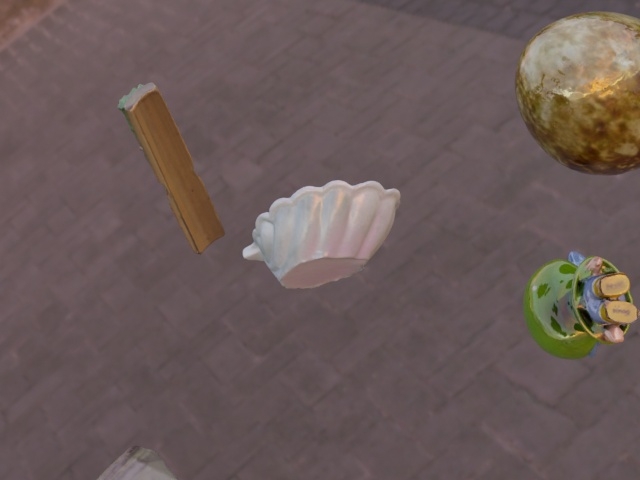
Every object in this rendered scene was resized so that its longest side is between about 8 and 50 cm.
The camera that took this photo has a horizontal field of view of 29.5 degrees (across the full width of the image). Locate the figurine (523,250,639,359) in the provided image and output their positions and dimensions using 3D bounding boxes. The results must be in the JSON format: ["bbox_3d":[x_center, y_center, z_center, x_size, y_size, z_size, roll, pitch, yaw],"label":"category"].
[{"bbox_3d":[0.390,0.096,1.814,0.143,0.162,0.263,-16,-5,-11],"label":"figurine"}]

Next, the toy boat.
[{"bbox_3d":[0.000,0.000,1.796,0.290,0.200,0.100,-29,59,53],"label":"toy boat"}]

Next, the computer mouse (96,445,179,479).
[{"bbox_3d":[-0.233,0.393,1.334,0.146,0.228,0.429,4,22,-7],"label":"computer mouse"}]

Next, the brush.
[{"bbox_3d":[-0.192,-0.090,1.568,0.054,0.282,0.048,-40,48,-17],"label":"brush"}]

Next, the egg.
[{"bbox_3d":[0.405,-0.217,1.775,0.238,0.289,0.238,-11,75,46],"label":"egg"}]
